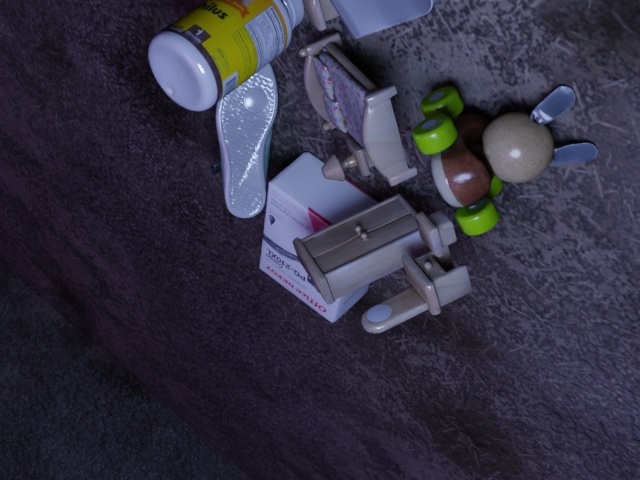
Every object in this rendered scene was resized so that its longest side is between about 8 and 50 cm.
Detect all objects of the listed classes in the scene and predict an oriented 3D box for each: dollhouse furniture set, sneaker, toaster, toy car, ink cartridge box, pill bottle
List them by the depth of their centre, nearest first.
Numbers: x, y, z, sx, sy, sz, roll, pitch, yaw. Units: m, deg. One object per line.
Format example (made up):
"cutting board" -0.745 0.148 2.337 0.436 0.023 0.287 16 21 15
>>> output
"toaster" 0.092 -0.316 1.080 0.186 0.168 0.110 -6 122 52
"toy car" 0.233 -0.120 1.214 0.188 0.149 0.155 -19 118 25
"dollhouse furniture set" 0.025 -0.099 1.282 0.303 0.174 0.355 54 167 52
"pill bottle" -0.120 -0.275 1.336 0.117 0.215 0.117 31 146 24
"sneaker" -0.127 -0.179 1.572 0.151 0.094 0.256 -117 30 -66
"ink cartridge box" 0.000 0.000 1.615 0.172 0.100 0.237 36 147 18
